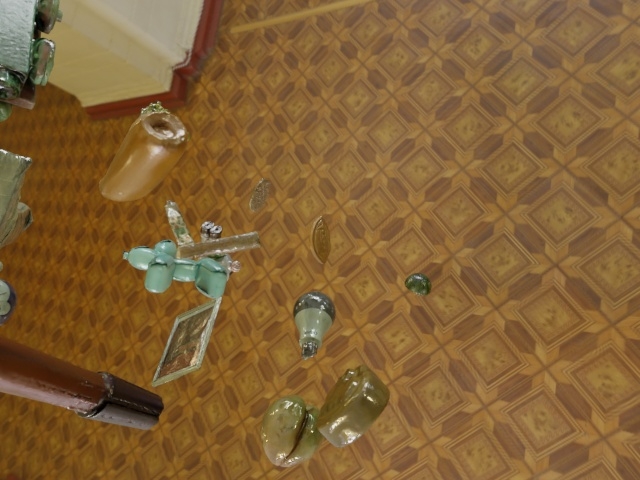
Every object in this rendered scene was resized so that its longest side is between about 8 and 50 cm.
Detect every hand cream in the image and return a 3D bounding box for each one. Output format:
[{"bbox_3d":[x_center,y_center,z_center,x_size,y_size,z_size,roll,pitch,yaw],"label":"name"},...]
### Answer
[{"bbox_3d":[-0.467,-0.055,1.389,0.057,0.037,0.165,-13,114,4],"label":"hand cream"}]

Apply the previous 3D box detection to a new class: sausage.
[{"bbox_3d":[-0.444,-0.180,1.043,0.354,0.134,0.116,-31,91,43],"label":"sausage"}]

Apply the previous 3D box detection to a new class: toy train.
[{"bbox_3d":[-0.595,-0.363,0.793,0.221,0.150,0.305,-29,60,37],"label":"toy train"}]

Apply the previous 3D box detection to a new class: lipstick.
[{"bbox_3d":[-0.394,0.229,0.667,0.077,0.418,0.077,-10,55,14],"label":"lipstick"}]

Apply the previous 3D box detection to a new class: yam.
[{"bbox_3d":[-0.360,0.023,1.504,0.299,0.066,0.066,-11,69,-11],"label":"yam"}]

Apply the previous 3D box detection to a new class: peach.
[{"bbox_3d":[-0.125,0.834,1.854,0.292,0.292,0.247,-68,22,1],"label":"peach"}]

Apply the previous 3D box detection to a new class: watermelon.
[{"bbox_3d":[0.379,0.160,1.633,0.105,0.105,0.062,28,126,32],"label":"watermelon"}]

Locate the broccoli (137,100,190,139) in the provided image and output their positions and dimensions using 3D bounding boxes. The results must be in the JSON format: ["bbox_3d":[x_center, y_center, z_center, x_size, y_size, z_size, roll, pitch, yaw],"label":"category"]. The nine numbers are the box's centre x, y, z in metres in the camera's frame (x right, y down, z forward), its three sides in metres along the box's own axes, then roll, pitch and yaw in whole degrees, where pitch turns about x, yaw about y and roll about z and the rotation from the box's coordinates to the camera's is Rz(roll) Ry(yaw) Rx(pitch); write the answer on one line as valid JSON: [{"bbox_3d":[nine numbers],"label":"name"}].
[{"bbox_3d":[-0.565,-0.342,1.493,0.242,0.180,0.273,-54,37,20],"label":"broccoli"}]

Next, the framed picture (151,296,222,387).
[{"bbox_3d":[-0.421,0.312,1.336,0.216,0.016,0.273,-26,35,23],"label":"framed picture"}]

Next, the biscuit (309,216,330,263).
[{"bbox_3d":[0.000,0.000,1.944,0.028,0.142,0.221,0,91,38],"label":"biscuit"}]

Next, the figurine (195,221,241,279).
[{"bbox_3d":[-0.517,0.078,2.054,0.281,0.167,0.370,25,134,17],"label":"figurine"}]

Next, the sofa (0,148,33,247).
[{"bbox_3d":[-0.633,-0.098,0.752,0.225,0.210,0.176,17,88,67],"label":"sofa"}]

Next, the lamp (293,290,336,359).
[{"bbox_3d":[-0.013,0.339,1.729,0.182,0.182,0.314,-44,30,15],"label":"lamp"}]

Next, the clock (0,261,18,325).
[{"bbox_3d":[-0.949,0.137,1.151,0.243,0.146,0.199,48,65,-8],"label":"clock"}]

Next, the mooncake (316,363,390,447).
[{"bbox_3d":[0.083,0.461,1.192,0.117,0.235,0.235,44,104,0],"label":"mooncake"}]

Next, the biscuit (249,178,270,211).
[{"bbox_3d":[-0.198,-0.148,1.386,0.015,0.120,0.120,27,93,13],"label":"biscuit"}]

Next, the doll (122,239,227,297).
[{"bbox_3d":[-0.242,0.042,0.697,0.158,0.159,0.059,-146,68,-66],"label":"doll"}]
